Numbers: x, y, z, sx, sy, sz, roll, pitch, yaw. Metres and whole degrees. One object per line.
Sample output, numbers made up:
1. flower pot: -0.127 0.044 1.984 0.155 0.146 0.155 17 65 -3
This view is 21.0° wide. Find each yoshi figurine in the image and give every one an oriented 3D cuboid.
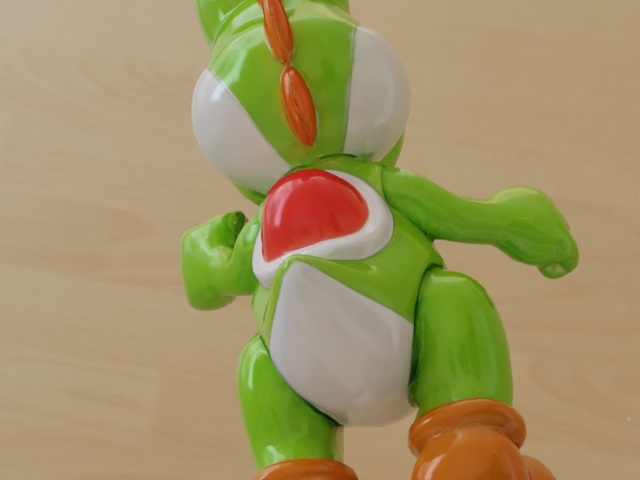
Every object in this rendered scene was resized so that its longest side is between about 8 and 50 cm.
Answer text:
1. yoshi figurine: 0.016 0.006 0.947 0.203 0.203 0.362 1 63 -30
